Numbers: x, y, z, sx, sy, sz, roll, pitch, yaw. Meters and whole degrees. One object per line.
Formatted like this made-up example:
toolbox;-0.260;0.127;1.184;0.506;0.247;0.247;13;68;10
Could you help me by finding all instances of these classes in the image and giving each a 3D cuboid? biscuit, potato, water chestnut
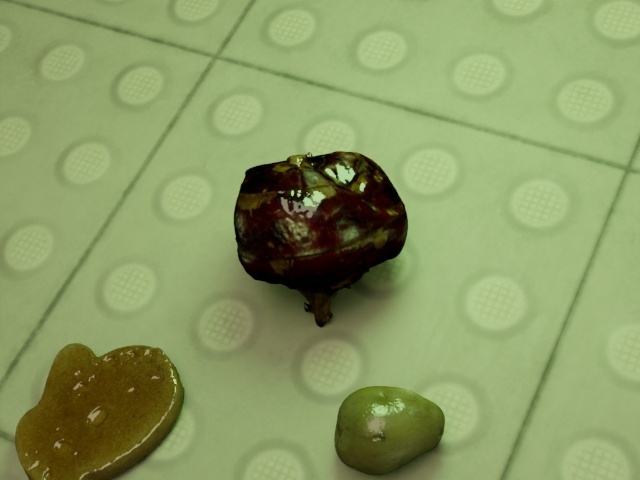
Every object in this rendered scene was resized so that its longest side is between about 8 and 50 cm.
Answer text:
biscuit;-0.439;0.327;1.864;0.344;0.057;0.287;-37;59;-10
potato;0.123;0.336;1.698;0.194;0.157;0.157;-2;59;-4
water chestnut;0.000;0.000;1.842;0.335;0.335;0.346;-8;98;8
